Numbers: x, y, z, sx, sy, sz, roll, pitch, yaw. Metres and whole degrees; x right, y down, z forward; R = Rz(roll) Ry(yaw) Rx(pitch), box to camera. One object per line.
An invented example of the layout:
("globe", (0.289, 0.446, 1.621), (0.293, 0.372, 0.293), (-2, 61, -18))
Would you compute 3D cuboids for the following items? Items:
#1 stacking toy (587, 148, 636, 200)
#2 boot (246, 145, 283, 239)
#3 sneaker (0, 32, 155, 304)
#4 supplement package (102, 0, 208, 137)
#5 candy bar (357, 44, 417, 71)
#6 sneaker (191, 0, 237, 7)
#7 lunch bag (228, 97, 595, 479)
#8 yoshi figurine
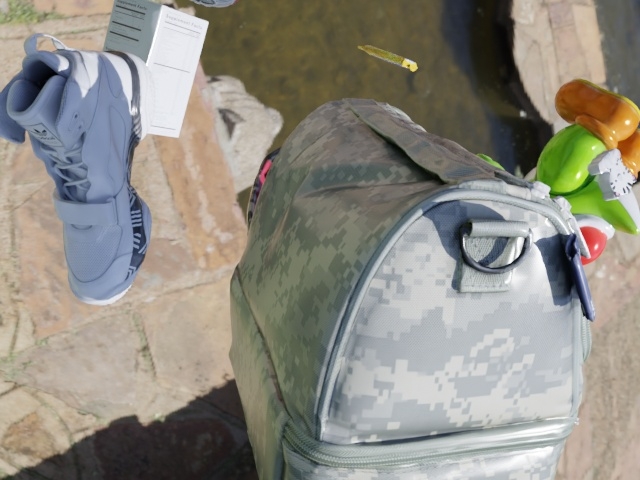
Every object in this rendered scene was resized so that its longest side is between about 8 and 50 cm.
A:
("stacking toy", (0.400, -0.122, 0.726), (0.221, 0.167, 0.052), (-39, 101, -20))
("boot", (0.000, 0.000, 0.888), (0.284, 0.138, 0.377), (90, 16, -44))
("sneaker", (-0.334, -0.092, 0.963), (0.210, 0.137, 0.366), (3, 92, -69))
("supplement package", (-0.342, -0.346, 1.427), (0.139, 0.134, 0.244), (-1, 112, -59))
("candy bar", (0.129, -0.353, 1.376), (0.040, 0.161, 0.018), (12, 108, -36))
("sneaker", (-0.210, -0.430, 1.061), (0.225, 0.093, 0.088), (35, 90, -21))
("lunch bag", (0.051, 0.042, 0.530), (0.212, 0.305, 0.256), (-2, 112, -13))
("yoshi figurine", (0.248, -0.015, 0.908), (0.203, 0.203, 0.362), (33, 89, 1))
